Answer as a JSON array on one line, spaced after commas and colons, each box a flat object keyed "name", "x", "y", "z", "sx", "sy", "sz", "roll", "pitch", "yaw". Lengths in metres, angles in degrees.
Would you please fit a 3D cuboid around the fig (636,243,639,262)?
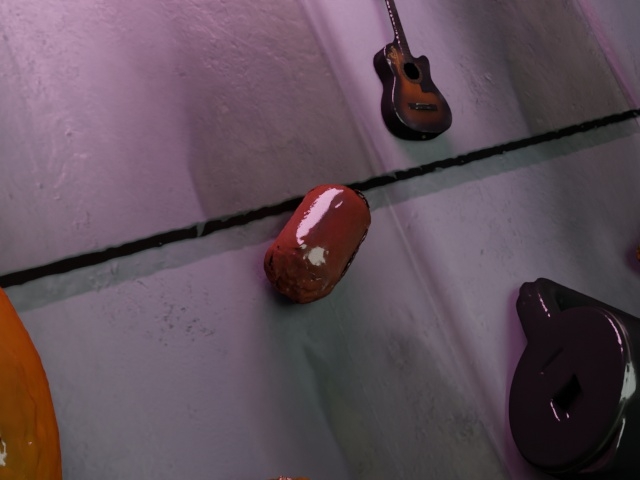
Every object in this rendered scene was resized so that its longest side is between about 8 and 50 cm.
[{"name": "fig", "x": 0.472, "y": 0.016, "z": 1.376, "sx": 0.156, "sy": 0.123, "sz": 0.123, "roll": -5, "pitch": 72, "yaw": -26}]

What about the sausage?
[{"name": "sausage", "x": 0.000, "y": 0.000, "z": 1.053, "sx": 0.076, "sy": 0.076, "sz": 0.141, "roll": 44, "pitch": 50, "yaw": -12}]

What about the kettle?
[{"name": "kettle", "x": 0.372, "y": 0.169, "z": 1.173, "sx": 0.308, "sy": 0.203, "sz": 0.262, "roll": 23, "pitch": 59, "yaw": -24}]

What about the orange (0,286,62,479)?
[{"name": "orange", "x": -0.342, "y": 0.126, "z": 0.563, "sx": 0.424, "sy": 0.326, "sz": 0.423, "roll": 17, "pitch": 60, "yaw": -32}]

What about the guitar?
[{"name": "guitar", "x": 0.087, "y": -0.222, "z": 1.256, "sx": 0.088, "sy": 0.025, "sz": 0.233, "roll": -3, "pitch": 70, "yaw": -38}]

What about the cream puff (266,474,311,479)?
[{"name": "cream puff", "x": -0.009, "y": 0.270, "z": 0.886, "sx": 0.165, "sy": 0.115, "sz": 0.150, "roll": 47, "pitch": 53, "yaw": -11}]
